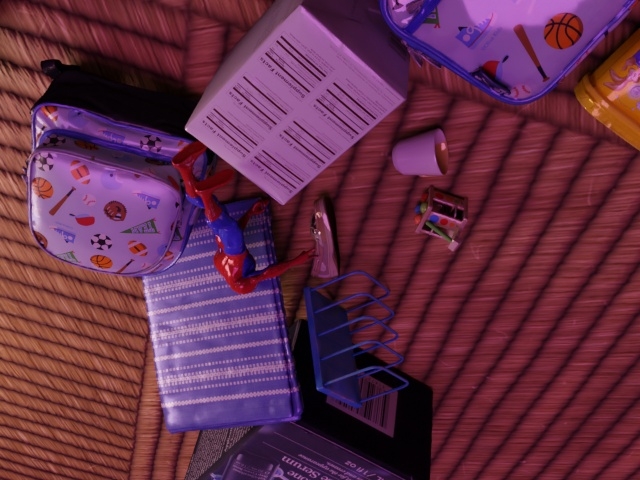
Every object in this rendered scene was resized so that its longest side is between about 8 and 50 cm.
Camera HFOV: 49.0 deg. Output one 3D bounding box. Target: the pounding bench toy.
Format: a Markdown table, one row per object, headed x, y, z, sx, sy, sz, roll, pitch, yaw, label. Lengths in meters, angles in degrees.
| x | y | z | sx | sy | sz | roll | pitch | yaw | label |
| --- | --- | --- | --- | --- | --- | --- | --- | --- | --- |
| 0.165 | -0.027 | 0.981 | 0.065 | 0.083 | 0.052 | 19 | 131 | -5 | pounding bench toy |

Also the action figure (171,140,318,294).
| x | y | z | sx | sy | sz | roll | pitch | yaw | label |
| --- | --- | --- | --- | --- | --- | --- | --- | --- | --- |
| -0.089 | -0.024 | 0.921 | 0.139 | 0.091 | 0.280 | -30 | 148 | -17 | action figure |

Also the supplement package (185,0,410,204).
| x | y | z | sx | sy | sz | roll | pitch | yaw | label |
| --- | --- | --- | --- | --- | --- | --- | --- | --- | --- |
| -0.017 | -0.191 | 0.811 | 0.149 | 0.194 | 0.203 | 38 | 127 | -20 | supplement package |

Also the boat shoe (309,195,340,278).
| x | y | z | sx | sy | sz | roll | pitch | yaw | label |
| --- | --- | --- | --- | --- | --- | --- | --- | --- | --- |
| 0.000 | -0.001 | 1.058 | 0.048 | 0.056 | 0.153 | -2 | 136 | 8 | boat shoe |

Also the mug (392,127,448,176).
| x | y | z | sx | sy | sz | roll | pitch | yaw | label |
| --- | --- | --- | --- | --- | --- | --- | --- | --- | --- |
| 0.134 | -0.107 | 0.939 | 0.064 | 0.062 | 0.078 | -6 | 121 | 26 | mug |

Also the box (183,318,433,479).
| x | y | z | sx | sy | sz | roll | pitch | yaw | label |
| --- | --- | --- | --- | --- | --- | --- | --- | --- | --- |
| -0.033 | 0.378 | 1.275 | 0.294 | 0.212 | 0.395 | 30 | 129 | -14 | box |

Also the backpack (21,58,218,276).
| x | y | z | sx | sy | sz | roll | pitch | yaw | label |
| --- | --- | --- | --- | --- | --- | --- | --- | --- | --- |
| -0.274 | -0.069 | 0.962 | 0.277 | 0.213 | 0.263 | 18 | 135 | -4 | backpack |

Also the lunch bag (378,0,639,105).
| x | y | z | sx | sy | sz | roll | pitch | yaw | label |
| --- | --- | --- | --- | --- | --- | --- | --- | --- | --- |
| 0.206 | -0.299 | 0.724 | 0.243 | 0.115 | 0.303 | 30 | 124 | -15 | lunch bag |

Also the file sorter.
| x | y | z | sx | sy | sz | roll | pitch | yaw | label |
| --- | --- | --- | --- | --- | --- | --- | --- | --- | --- |
| 0.057 | 0.148 | 1.077 | 0.104 | 0.170 | 0.118 | -25 | 144 | 22 | file sorter |

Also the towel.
| x | y | z | sx | sy | sz | roll | pitch | yaw | label |
| --- | --- | --- | --- | --- | --- | --- | --- | --- | --- |
| -0.157 | 0.119 | 1.075 | 0.243 | 0.040 | 0.335 | -13 | 83 | 22 | towel |

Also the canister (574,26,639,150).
| x | y | z | sx | sy | sz | roll | pitch | yaw | label |
| --- | --- | --- | --- | --- | --- | --- | --- | --- | --- |
| 0.399 | -0.196 | 0.800 | 0.126 | 0.073 | 0.170 | 31 | 127 | -14 | canister |
